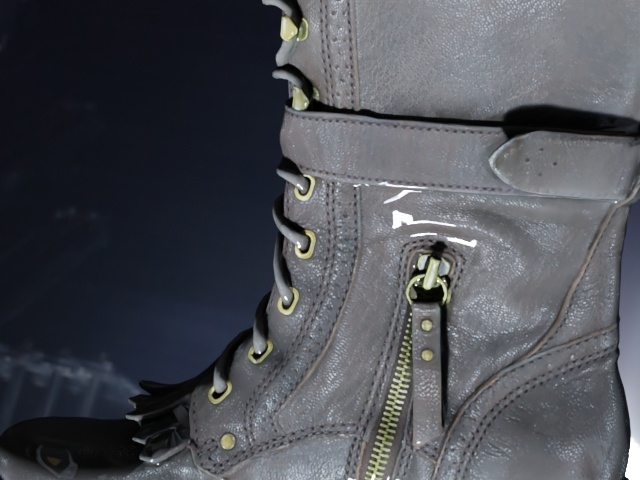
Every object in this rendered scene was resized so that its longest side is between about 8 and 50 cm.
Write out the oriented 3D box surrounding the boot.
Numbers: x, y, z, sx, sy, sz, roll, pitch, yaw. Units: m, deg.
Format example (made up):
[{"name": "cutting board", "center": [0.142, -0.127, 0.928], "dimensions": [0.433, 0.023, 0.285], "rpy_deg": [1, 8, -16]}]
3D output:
[{"name": "boot", "center": [0.000, 0.000, 0.464], "dimensions": [0.091, 0.263, 0.229], "rpy_deg": [-57, -34, -74]}]
